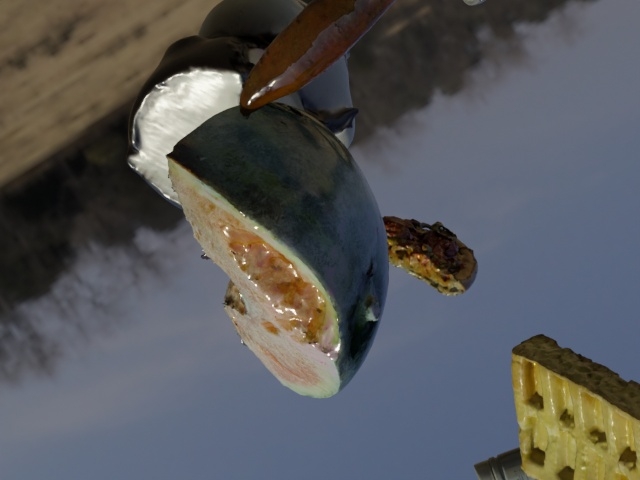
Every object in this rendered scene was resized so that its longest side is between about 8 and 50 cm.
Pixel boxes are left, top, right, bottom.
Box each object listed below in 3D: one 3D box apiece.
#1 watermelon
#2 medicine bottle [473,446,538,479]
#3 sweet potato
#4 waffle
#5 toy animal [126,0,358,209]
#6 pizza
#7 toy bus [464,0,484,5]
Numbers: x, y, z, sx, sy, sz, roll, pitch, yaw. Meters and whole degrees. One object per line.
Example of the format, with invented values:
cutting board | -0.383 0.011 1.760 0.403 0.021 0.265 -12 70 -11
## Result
watermelon | 0.004 0.003 1.512 0.188 0.175 0.322 -48 147 -19
medicine bottle | 0.248 0.299 2.078 0.091 0.058 0.058 -20 -174 2
sweet potato | 0.022 -0.197 1.384 0.264 0.057 0.057 -43 -178 17
waffle | 0.302 0.222 1.785 0.057 0.168 0.274 -14 -159 -24
toy animal | -0.085 -0.179 1.994 0.251 0.251 0.310 -29 -169 30
pizza | 0.132 0.005 2.242 0.201 0.193 0.053 -107 -145 -64
toy bus | 0.238 -0.449 2.268 0.136 0.209 0.126 -18 173 -21
